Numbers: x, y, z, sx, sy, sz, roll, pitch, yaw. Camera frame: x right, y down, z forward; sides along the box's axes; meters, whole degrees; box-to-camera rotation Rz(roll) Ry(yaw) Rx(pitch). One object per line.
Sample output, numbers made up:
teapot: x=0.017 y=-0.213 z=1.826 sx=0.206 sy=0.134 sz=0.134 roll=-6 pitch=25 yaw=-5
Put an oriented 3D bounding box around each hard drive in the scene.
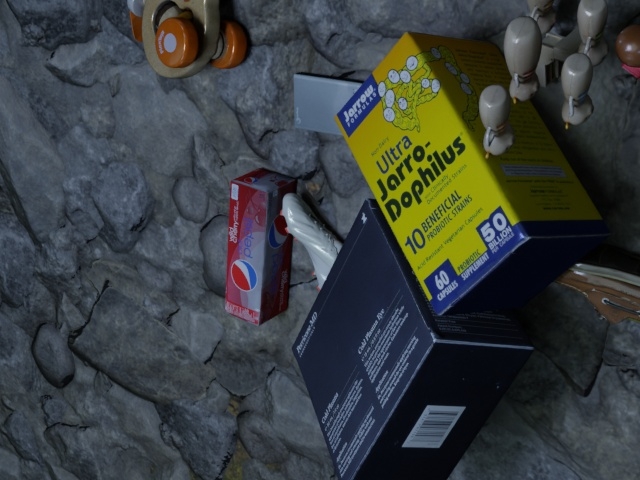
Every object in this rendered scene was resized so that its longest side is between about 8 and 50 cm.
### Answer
hard drive: x=0.016 y=-0.224 z=1.888 sx=0.135 sy=0.022 sz=0.094 roll=13 pitch=115 yaw=32

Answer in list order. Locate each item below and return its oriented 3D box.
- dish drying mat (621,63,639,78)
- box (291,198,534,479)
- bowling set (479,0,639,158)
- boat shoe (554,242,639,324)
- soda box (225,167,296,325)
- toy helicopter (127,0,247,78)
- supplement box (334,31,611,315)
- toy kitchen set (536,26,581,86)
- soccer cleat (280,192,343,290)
dish drying mat: x=0.450 y=-0.265 z=1.568 sx=0.032 sy=0.008 sz=0.083 roll=42 pitch=128 yaw=16
box: x=0.128 y=0.167 z=1.769 sx=0.343 sy=0.179 sz=0.312 roll=-64 pitch=33 yaw=34
bowling set: x=0.328 y=-0.221 z=1.476 sx=0.200 sy=0.287 sz=0.154 roll=17 pitch=159 yaw=18
boat shoe: x=0.430 y=0.074 z=1.648 sx=0.307 sy=0.110 sz=0.104 roll=15 pitch=115 yaw=31
soda box: x=-0.108 y=0.012 z=2.024 sx=0.083 sy=0.092 sz=0.263 roll=19 pitch=118 yaw=28
toy helicopter: x=-0.254 y=-0.457 z=1.951 sx=0.235 sy=0.140 sz=0.355 roll=9 pitch=102 yaw=43
supplement box: x=0.208 y=-0.096 z=1.621 sx=0.194 sy=0.195 sz=0.356 roll=-47 pitch=58 yaw=38
toy kitchen set: x=0.359 y=-0.257 z=1.616 sx=0.083 sy=0.068 sz=0.075 roll=28 pitch=146 yaw=35
soccer cleat: x=0.000 y=0.000 z=1.964 sx=0.076 sy=0.068 sz=0.196 roll=-20 pitch=103 yaw=34
